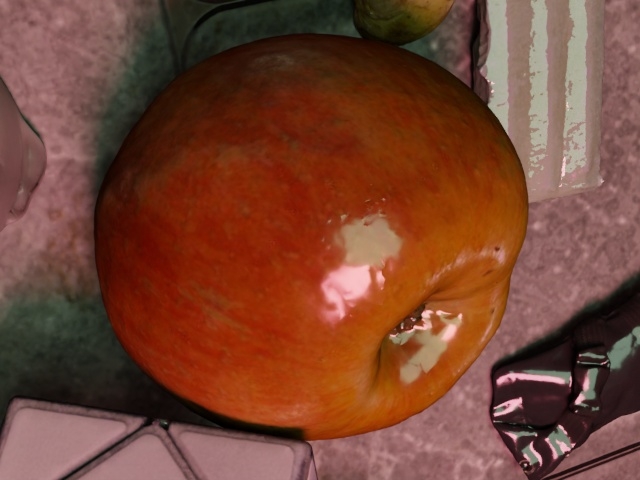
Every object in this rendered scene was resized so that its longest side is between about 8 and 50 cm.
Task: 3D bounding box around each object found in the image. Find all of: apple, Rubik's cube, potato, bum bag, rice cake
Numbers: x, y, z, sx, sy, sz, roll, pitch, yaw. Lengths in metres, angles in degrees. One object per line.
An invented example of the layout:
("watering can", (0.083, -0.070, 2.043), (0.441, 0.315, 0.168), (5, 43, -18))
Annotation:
("apple", (0.000, 0.000, 0.697), (0.301, 0.301, 0.302), (-5, 103, -19))
("Rubik's cube", (-0.113, 0.242, 0.673), (0.205, 0.205, 0.207), (9, 61, 8))
("potato", (0.074, -0.200, 0.790), (0.096, 0.066, 0.103), (2, 103, -17))
("bum bag", (0.275, 0.121, 0.938), (0.248, 0.060, 0.123), (-32, 112, -11))
("rice cake", (0.183, -0.146, 0.854), (0.127, 0.043, 0.237), (-8, 104, -17))

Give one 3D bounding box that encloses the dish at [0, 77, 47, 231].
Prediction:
("dish", (-0.300, -0.039, 0.678), (0.224, 0.078, 0.246), (11, 98, -24))
